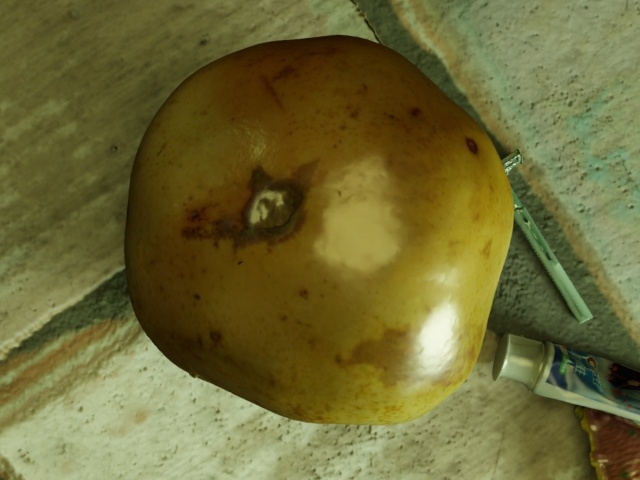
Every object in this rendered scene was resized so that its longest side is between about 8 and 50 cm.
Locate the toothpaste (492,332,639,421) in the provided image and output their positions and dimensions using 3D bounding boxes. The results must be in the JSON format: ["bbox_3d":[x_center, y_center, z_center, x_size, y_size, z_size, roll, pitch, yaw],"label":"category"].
[{"bbox_3d":[0.328,0.168,1.963,0.266,0.096,0.061,17,115,-6],"label":"toothpaste"}]

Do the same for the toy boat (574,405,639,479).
[{"bbox_3d":[0.377,0.331,1.959,0.141,0.099,0.318,-20,92,-39],"label":"toy boat"}]

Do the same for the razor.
[{"bbox_3d":[0.250,0.005,1.976,0.084,0.036,0.211,-35,93,-8],"label":"razor"}]

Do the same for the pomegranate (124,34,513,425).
[{"bbox_3d":[0.000,0.000,1.770,0.416,0.416,0.417,1,87,-11],"label":"pomegranate"}]
